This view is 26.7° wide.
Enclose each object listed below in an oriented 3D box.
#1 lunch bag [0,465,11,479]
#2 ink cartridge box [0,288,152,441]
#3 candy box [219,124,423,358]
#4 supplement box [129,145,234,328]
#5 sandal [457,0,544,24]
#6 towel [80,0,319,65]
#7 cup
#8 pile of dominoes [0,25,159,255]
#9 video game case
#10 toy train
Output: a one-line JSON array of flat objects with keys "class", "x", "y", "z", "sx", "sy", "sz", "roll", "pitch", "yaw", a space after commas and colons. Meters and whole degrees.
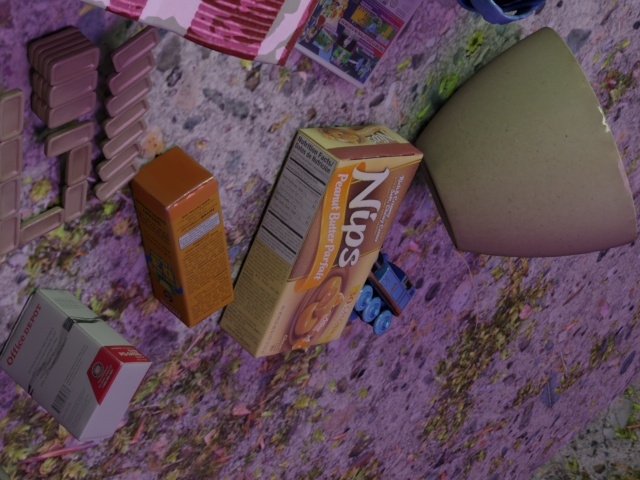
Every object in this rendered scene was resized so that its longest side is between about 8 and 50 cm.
[{"class": "lunch bag", "x": -0.451, "y": 0.213, "z": 1.300, "sx": 0.169, "sy": 0.235, "sz": 0.287, "roll": -47, "pitch": 151, "yaw": 2}, {"class": "ink cartridge box", "x": -0.282, "y": 0.140, "z": 1.542, "sx": 0.063, "sy": 0.150, "sz": 0.109, "roll": 4, "pitch": 119, "yaw": -60}, {"class": "candy box", "x": 0.000, "y": 0.000, "z": 1.837, "sx": 0.183, "sy": 0.087, "sz": 0.316, "roll": -9, "pitch": 129, "yaw": -50}, {"class": "supplement box", "x": -0.164, "y": 0.001, "z": 1.625, "sx": 0.080, "sy": 0.078, "sz": 0.233, "roll": -37, "pitch": 147, "yaw": -23}, {"class": "sandal", "x": 0.216, "y": -0.325, "z": 1.615, "sx": 0.138, "sy": 0.126, "sz": 0.317, "roll": -33, "pitch": -171, "yaw": 0}, {"class": "towel", "x": -0.116, "y": -0.300, "z": 1.191, "sx": 0.329, "sy": 0.037, "sz": 0.237, "roll": 15, "pitch": 113, "yaw": -37}, {"class": "cup", "x": 0.273, "y": -0.107, "z": 1.924, "sx": 0.237, "sy": 0.331, "sz": 0.331, "roll": -22, "pitch": 148, "yaw": 2}, {"class": "pile of dominoes", "x": -0.268, "y": -0.114, "z": 1.422, "sx": 0.196, "sy": 0.040, "sz": 0.251, "roll": -30, "pitch": 152, "yaw": -34}, {"class": "video game case", "x": 0.051, "y": -0.292, "z": 1.658, "sx": 0.183, "sy": 0.023, "sz": 0.201, "roll": -56, "pitch": 151, "yaw": 7}, {"class": "toy train", "x": 0.074, "y": 0.068, "z": 2.031, "sx": 0.105, "sy": 0.080, "sz": 0.184, "roll": -56, "pitch": 149, "yaw": -11}]
